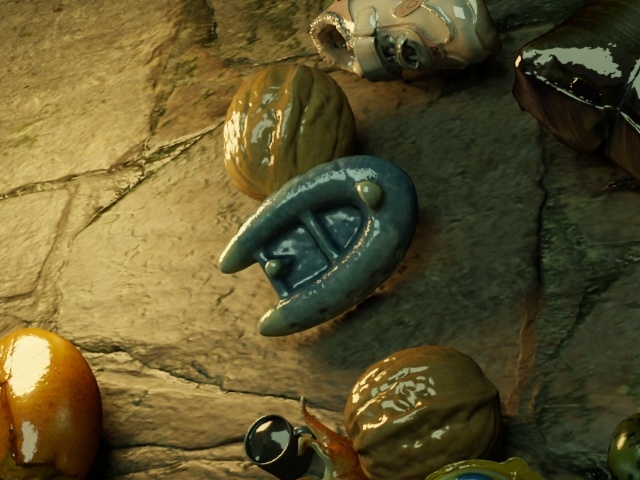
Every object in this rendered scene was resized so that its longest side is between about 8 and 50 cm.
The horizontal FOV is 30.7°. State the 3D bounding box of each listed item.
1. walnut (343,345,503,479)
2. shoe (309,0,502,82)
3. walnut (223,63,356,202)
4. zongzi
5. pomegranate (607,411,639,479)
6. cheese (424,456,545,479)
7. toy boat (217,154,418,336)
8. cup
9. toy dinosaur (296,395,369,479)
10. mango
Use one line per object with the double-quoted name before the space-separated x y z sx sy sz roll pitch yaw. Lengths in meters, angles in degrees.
"walnut" 0.139 0.237 1.540 0.213 0.213 0.213 -16 52 22
"shoe" 0.139 -0.340 1.947 0.198 0.172 0.351 -43 34 -14
"walnut" -0.052 -0.168 1.930 0.224 0.225 0.261 -7 55 28
"zongzi" 0.546 -0.223 1.634 0.403 0.208 0.432 -42 64 -14
"pomegranate" 0.407 0.245 1.393 0.122 0.162 0.122 5 34 -3
"cheese" 0.171 0.372 1.461 0.270 0.177 0.069 -44 10 18
"toy boat" 0.000 0.000 1.773 0.330 0.123 0.215 -32 78 10
"cup" -0.049 0.298 1.685 0.100 0.077 0.078 -24 49 17
"toy dinosaur" 0.037 0.308 1.603 0.142 0.057 0.212 3 62 -4
"mango" -0.460 0.272 1.905 0.199 0.201 0.350 -4 38 -15
